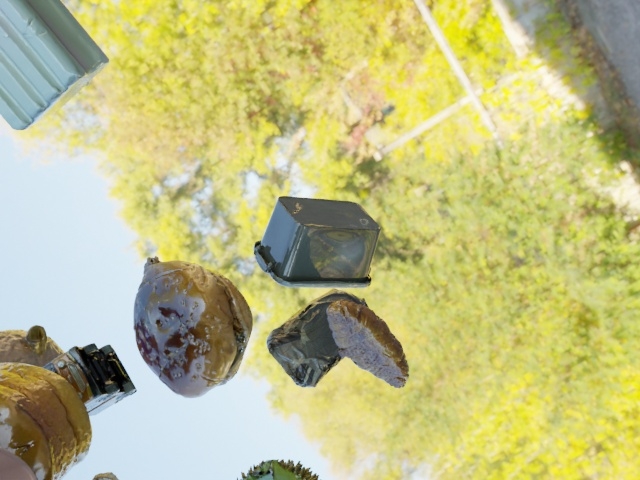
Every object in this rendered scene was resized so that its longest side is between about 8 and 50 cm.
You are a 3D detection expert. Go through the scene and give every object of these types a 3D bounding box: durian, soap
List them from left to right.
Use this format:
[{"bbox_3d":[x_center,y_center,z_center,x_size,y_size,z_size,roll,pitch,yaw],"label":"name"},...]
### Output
[{"bbox_3d":[-0.464,-0.317,1.146,0.289,0.173,0.095,51,-146,-13],"label":"soap"},{"bbox_3d":[-0.031,0.379,1.096,0.220,0.137,0.095,57,-145,-9],"label":"durian"}]

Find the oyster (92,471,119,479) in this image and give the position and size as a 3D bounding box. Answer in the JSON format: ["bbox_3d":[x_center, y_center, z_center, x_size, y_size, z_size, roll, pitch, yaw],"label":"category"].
[{"bbox_3d":[-0.300,0.372,1.014,0.103,0.148,0.051,55,163,-18],"label":"oyster"}]

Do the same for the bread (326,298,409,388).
[{"bbox_3d":[0.088,0.186,1.492,0.233,0.105,0.076,49,-149,-21],"label":"bread"}]

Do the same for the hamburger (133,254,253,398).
[{"bbox_3d":[-0.250,0.157,1.529,0.146,0.243,0.286,0,-112,-51],"label":"hamburger"}]

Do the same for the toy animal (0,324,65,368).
[{"bbox_3d":[-0.687,0.308,1.702,0.358,0.188,0.226,-15,-85,-51],"label":"toy animal"}]

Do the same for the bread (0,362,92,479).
[{"bbox_3d":[-0.444,0.270,1.095,0.143,0.270,0.195,-33,-69,-58],"label":"bread"}]

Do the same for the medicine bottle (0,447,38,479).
[{"bbox_3d":[-0.419,0.355,0.884,0.133,0.249,0.133,30,-158,-14],"label":"medicine bottle"}]

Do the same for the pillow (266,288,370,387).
[{"bbox_3d":[0.018,0.208,1.790,0.335,0.092,0.161,-29,-98,-48],"label":"pillow"}]

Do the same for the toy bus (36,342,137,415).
[{"bbox_3d":[-0.394,0.237,1.327,0.098,0.114,0.201,58,178,9],"label":"toy bus"}]

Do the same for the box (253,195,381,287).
[{"bbox_3d":[0.000,0.000,1.613,0.243,0.135,0.163,3,-150,-28],"label":"box"}]
